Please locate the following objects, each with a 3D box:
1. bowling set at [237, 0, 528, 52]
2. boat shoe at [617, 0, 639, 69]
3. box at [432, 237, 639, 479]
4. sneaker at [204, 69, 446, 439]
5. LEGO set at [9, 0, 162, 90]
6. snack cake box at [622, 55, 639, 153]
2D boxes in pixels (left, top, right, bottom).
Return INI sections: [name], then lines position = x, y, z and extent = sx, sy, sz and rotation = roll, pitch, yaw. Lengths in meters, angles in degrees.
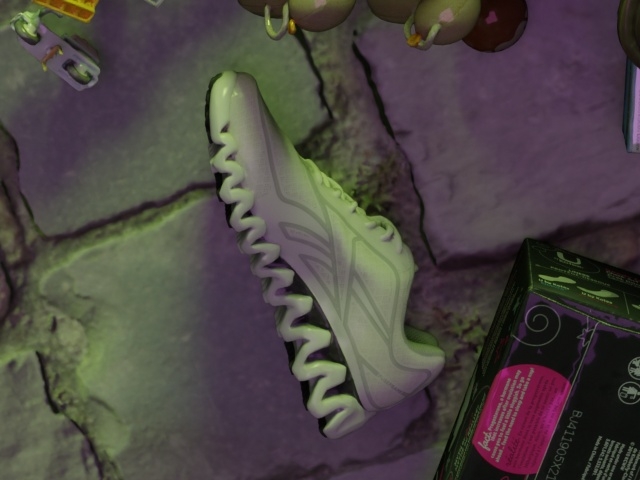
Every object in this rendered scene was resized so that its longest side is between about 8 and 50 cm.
[bowling set]
position = 0.101, -0.208, 1.182
extent = 0.200, 0.154, 0.287
rotation = 38, 89, -26
[boat shoe]
position = 0.296, -0.233, 1.108
extent = 0.110, 0.104, 0.307
rotation = 36, 103, -12
[box]
position = 0.185, 0.148, 1.290
extent = 0.163, 0.142, 0.247
rotation = 18, 107, -1
[sneaker]
position = 0.000, 0.000, 1.295
extent = 0.118, 0.110, 0.292
rotation = -22, 110, 3
[LEGO set]
position = -0.115, -0.243, 1.257
extent = 0.287, 0.107, 0.132
rotation = -36, 133, 9
[snack cake box]
position = 0.291, -0.193, 1.216
extent = 0.152, 0.089, 0.264
rotation = 3, 105, 7
